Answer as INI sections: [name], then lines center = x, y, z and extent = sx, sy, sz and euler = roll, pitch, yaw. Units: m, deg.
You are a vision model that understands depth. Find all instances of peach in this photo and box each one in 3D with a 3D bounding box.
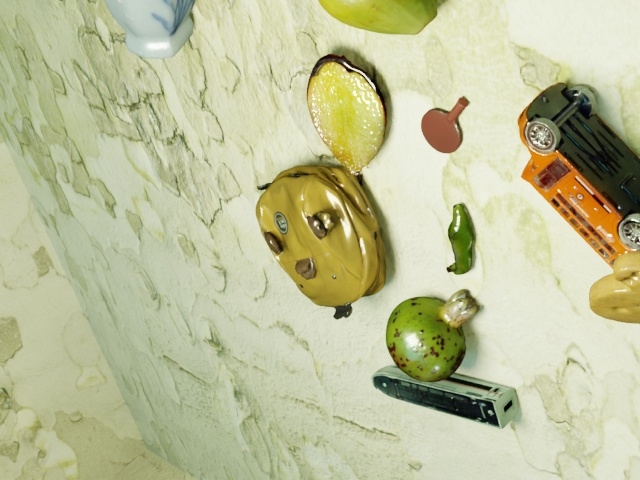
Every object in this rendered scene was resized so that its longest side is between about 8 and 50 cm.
[peach]
center = 0.069, -0.274, 1.753
extent = 0.189, 0.068, 0.279
euler = 15, 129, 32

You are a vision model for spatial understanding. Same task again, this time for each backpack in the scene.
[backpack]
center = 0.005, -0.003, 1.952
extent = 0.378, 0.201, 0.353
euler = 60, 149, -6

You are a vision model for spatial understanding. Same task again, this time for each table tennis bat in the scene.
[table tennis bat]
center = 0.251, -0.232, 1.622
extent = 0.098, 0.019, 0.154
euler = 48, 148, 9

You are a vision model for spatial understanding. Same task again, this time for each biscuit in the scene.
[biscuit]
center = 0.590, 0.079, 1.339
extent = 0.275, 0.052, 0.355
euler = 12, 156, -14

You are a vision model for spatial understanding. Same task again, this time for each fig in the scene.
[fig]
center = 0.106, -0.469, 1.431
extent = 0.230, 0.207, 0.207
euler = 14, 138, 2

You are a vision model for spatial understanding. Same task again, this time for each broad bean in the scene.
[broad bean]
center = 0.302, 0.010, 1.753
extent = 0.061, 0.046, 0.195
euler = 27, 140, 28

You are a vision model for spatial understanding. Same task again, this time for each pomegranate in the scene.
[pomegranate]
center = 0.262, 0.211, 1.874
extent = 0.202, 0.202, 0.248
euler = 49, 117, 5

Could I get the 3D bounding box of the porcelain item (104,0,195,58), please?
[porcelain item]
center = -0.387, -0.623, 1.830
extent = 0.178, 0.242, 0.405
euler = 12, 138, 13

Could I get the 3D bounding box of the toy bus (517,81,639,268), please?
[toy bus]
center = 0.460, -0.105, 1.382
extent = 0.329, 0.143, 0.153
euler = 47, 148, 4

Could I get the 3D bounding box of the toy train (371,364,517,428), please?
[toy train]
center = 0.298, 0.370, 2.037
extent = 0.407, 0.088, 0.086
euler = 6, 123, 47
